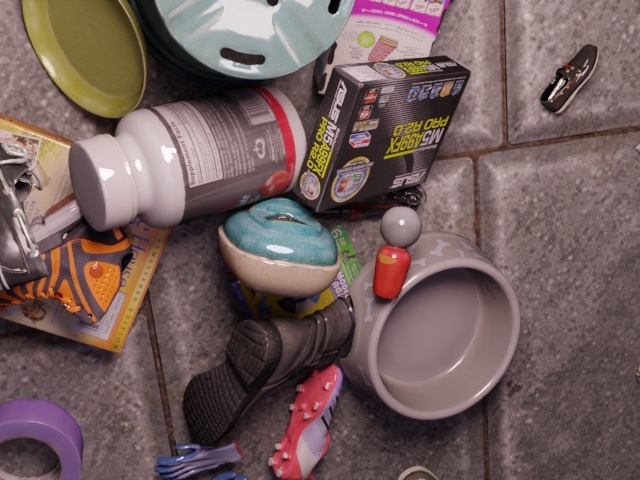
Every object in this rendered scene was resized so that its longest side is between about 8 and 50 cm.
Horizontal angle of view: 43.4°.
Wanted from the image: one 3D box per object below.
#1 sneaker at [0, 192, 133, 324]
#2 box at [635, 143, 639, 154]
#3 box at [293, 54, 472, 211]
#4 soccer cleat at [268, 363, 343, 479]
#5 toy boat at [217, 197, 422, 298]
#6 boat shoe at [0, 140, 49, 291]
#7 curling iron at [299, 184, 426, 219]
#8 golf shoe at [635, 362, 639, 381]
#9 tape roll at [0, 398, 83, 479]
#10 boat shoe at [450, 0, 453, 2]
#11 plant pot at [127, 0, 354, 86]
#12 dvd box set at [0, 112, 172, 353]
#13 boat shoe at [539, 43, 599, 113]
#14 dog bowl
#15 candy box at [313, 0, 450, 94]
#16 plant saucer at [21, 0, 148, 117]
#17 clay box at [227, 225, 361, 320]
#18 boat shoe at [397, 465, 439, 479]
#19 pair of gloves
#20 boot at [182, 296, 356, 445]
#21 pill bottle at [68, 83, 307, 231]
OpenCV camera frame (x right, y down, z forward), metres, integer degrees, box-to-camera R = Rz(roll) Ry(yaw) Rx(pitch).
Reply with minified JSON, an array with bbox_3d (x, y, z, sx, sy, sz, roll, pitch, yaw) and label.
[{"bbox_3d":[-0.425,0.077,1.206,0.321,0.124,0.180,-32,110,-2],"label":"sneaker"},{"bbox_3d":[0.659,-0.156,1.470,0.087,0.101,0.102,-45,113,3],"label":"box"},{"bbox_3d":[0.099,-0.170,1.246,0.270,0.060,0.216,-16,136,-43],"label":"box"},{"bbox_3d":[-0.011,0.338,1.485,0.095,0.083,0.248,17,103,-36],"label":"soccer cleat"},{"bbox_3d":[0.000,0.000,1.259,0.318,0.267,0.148,8,103,-17],"label":"toy boat"},{"bbox_3d":[-0.444,-0.082,1.112,0.105,0.113,0.306,-15,69,-13],"label":"boat shoe"},{"bbox_3d":[0.048,-0.065,1.392,0.274,0.035,0.068,-9,92,-7],"label":"curling iron"},{"bbox_3d":[0.733,0.253,1.638,0.176,0.069,0.085,0,101,-15],"label":"golf shoe"},{"bbox_3d":[-0.504,0.371,1.371,0.189,0.080,0.188,-4,107,-12],"label":"tape roll"},{"bbox_3d":[0.142,-0.446,1.282,0.183,0.066,0.066,21,91,-22],"label":"boat shoe"},{"bbox_3d":[-0.112,-0.362,1.100,0.341,0.334,0.341,-4,108,-11],"label":"plant pot"},{"bbox_3d":[-0.461,-0.024,1.267,0.421,0.062,0.307,20,101,-18],"label":"dvd box set"},{"bbox_3d":[0.436,-0.287,1.404,0.042,0.049,0.133,28,103,-28],"label":"boat shoe"},{"bbox_3d":[0.204,0.163,1.435,0.349,0.102,0.348,-7,110,-21],"label":"dog bowl"},{"bbox_3d":[0.097,-0.332,1.261,0.159,0.071,0.233,9,124,-16],"label":"candy box"},{"bbox_3d":[-0.330,-0.293,1.155,0.037,0.241,0.240,-44,118,-41],"label":"plant saucer"},{"bbox_3d":[-0.035,0.074,1.403,0.222,0.053,0.127,-25,112,-4],"label":"clay box"},{"bbox_3d":[0.233,0.589,1.607,0.109,0.091,0.304,-22,111,-6],"label":"boat shoe"},{"bbox_3d":[-0.209,0.431,1.463,0.159,0.023,0.198,-13,127,-5],"label":"pair of gloves"},{"bbox_3d":[-0.084,0.232,1.391,0.223,0.118,0.338,-9,152,-43],"label":"boot"},{"bbox_3d":[-0.194,-0.118,1.185,0.319,0.176,0.176,-19,112,-32],"label":"pill bottle"}]
